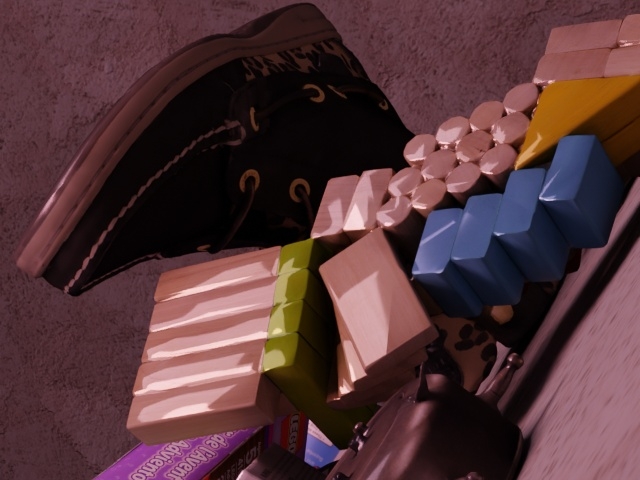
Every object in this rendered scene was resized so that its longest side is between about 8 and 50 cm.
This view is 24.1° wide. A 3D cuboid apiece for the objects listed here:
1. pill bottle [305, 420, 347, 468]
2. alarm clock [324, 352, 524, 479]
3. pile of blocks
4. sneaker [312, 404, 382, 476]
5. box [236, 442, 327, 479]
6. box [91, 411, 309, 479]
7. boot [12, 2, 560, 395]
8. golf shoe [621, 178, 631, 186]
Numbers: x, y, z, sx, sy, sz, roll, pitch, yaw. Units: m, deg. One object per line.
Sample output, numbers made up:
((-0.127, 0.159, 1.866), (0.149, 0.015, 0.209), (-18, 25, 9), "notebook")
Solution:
((-0.021, 0.232, 1.210), (0.221, 0.124, 0.124), (-56, -5, -13), "pill bottle")
((0.020, 0.135, 0.678), (0.192, 0.064, 0.129), (-57, -1, 28), "alarm clock")
((0.072, 0.023, 0.808), (0.362, 0.112, 0.149), (-32, 41, 10), "pile of blocks")
((0.016, 0.189, 1.013), (0.178, 0.077, 0.072), (-56, -6, -24), "sneaker")
((-0.044, 0.226, 0.797), (0.203, 0.103, 0.114), (-58, -5, 3), "box")
((-0.086, 0.247, 0.972), (0.201, 0.057, 0.293), (-37, -42, -56), "box")
((0.000, 0.000, 0.991), (0.138, 0.284, 0.377), (-49, -4, 30), "boot")
((0.203, -0.078, 0.988), (0.176, 0.069, 0.086), (-59, 16, -19), "golf shoe")
